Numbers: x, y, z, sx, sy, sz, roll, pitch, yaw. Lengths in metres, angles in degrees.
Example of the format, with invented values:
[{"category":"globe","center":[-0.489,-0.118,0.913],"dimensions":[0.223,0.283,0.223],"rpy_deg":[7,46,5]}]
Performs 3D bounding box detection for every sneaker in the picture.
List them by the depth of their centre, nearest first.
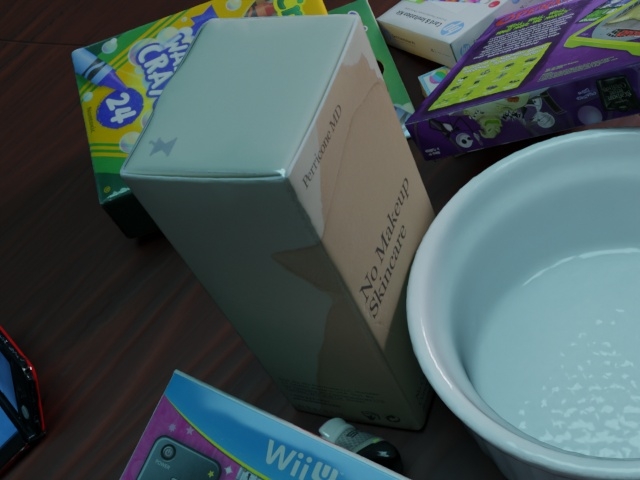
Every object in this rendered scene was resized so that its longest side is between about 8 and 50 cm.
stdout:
[{"category":"sneaker","center":[0.013,0.209,0.657],"dimensions":[0.075,0.063,0.170],"rpy_deg":[3,50,30]}]

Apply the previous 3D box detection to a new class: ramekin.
[{"category":"ramekin","center":[0.211,0.064,0.649],"dimensions":[0.277,0.135,0.277],"rpy_deg":[-11,50,14]}]

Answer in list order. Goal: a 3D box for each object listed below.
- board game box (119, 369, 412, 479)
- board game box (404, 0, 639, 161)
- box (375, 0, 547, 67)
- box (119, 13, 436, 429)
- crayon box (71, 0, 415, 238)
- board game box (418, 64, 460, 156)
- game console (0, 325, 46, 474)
[{"category":"board game box","center":[-0.056,0.266,0.561],"dimensions":[0.224,0.097,0.303],"rpy_deg":[20,75,23]},{"category":"board game box","center":[0.253,-0.164,0.722],"dimensions":[0.347,0.056,0.208],"rpy_deg":[-9,35,45]},{"category":"box","center":[0.172,-0.262,0.970],"dimensions":[0.186,0.038,0.145],"rpy_deg":[-38,35,-9]},{"category":"box","center":[0.000,0.000,0.664],"dimensions":[0.121,0.311,0.148],"rpy_deg":[5,56,27]},{"category":"crayon box","center":[-0.080,-0.154,0.938],"dimensions":[0.323,0.083,0.203],"rpy_deg":[-19,60,1]},{"category":"board game box","center":[0.186,-0.153,0.904],"dimensions":[0.154,0.026,0.103],"rpy_deg":[-21,48,4]},{"category":"game console","center":[-0.323,0.141,0.835],"dimensions":[0.085,0.124,0.144],"rpy_deg":[-23,42,-34]}]
